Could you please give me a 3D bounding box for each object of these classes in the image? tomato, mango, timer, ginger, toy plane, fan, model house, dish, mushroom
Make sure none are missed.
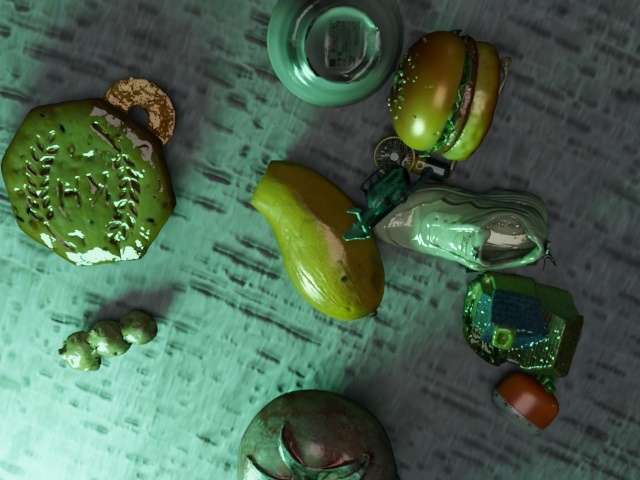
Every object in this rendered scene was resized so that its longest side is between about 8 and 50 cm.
[{"bbox_3d":[-0.009,0.451,1.827,0.317,0.282,0.316,1,100,4],"label":"tomato"},{"bbox_3d":[0.002,-0.003,1.794,0.187,0.144,0.359,-26,95,18],"label":"mango"},{"bbox_3d":[0.424,0.318,1.876,0.136,0.099,0.136,-3,103,-12],"label":"timer"},{"bbox_3d":[-0.430,0.202,1.894,0.204,0.080,0.104,-26,133,9],"label":"ginger"},{"bbox_3d":[0.114,-0.071,1.732,0.235,0.096,0.060,-44,130,-30],"label":"toy plane"},{"bbox_3d":[0.178,-0.152,1.803,0.155,0.039,0.082,20,104,-1],"label":"fan"},{"bbox_3d":[0.386,0.180,1.798,0.214,0.189,0.195,16,101,-2],"label":"model house"},{"bbox_3d":[0.035,-0.365,1.710,0.260,0.085,0.260,-3,111,-9],"label":"dish"},{"bbox_3d":[0.301,-0.222,1.795,0.028,0.026,0.286,28,105,12],"label":"mushroom"}]

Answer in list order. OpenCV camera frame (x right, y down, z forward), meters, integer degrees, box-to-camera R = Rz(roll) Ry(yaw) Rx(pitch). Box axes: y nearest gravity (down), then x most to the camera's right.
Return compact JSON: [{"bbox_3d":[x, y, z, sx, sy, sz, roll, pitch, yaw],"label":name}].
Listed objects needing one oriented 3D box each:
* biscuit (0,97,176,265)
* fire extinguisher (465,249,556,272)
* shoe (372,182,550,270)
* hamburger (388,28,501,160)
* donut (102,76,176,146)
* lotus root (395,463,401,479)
[{"bbox_3d":[-0.455,-0.107,1.810,0.359,0.046,0.359,4,114,9],"label":"biscuit"},{"bbox_3d":[0.374,0.035,1.834,0.177,0.050,0.062,-6,84,4],"label":"fire extinguisher"},{"bbox_3d":[0.267,-0.020,1.739,0.342,0.210,0.132,1,111,3],"label":"shoe"},{"bbox_3d":[0.211,-0.266,1.677,0.170,0.246,0.246,12,103,-13],"label":"hamburger"},{"bbox_3d":[-0.348,-0.245,1.798,0.152,0.058,0.151,1,104,2],"label":"donut"},{"bbox_3d":[0.131,0.535,1.946,0.088,0.088,0.165,10,93,0],"label":"lotus root"}]
